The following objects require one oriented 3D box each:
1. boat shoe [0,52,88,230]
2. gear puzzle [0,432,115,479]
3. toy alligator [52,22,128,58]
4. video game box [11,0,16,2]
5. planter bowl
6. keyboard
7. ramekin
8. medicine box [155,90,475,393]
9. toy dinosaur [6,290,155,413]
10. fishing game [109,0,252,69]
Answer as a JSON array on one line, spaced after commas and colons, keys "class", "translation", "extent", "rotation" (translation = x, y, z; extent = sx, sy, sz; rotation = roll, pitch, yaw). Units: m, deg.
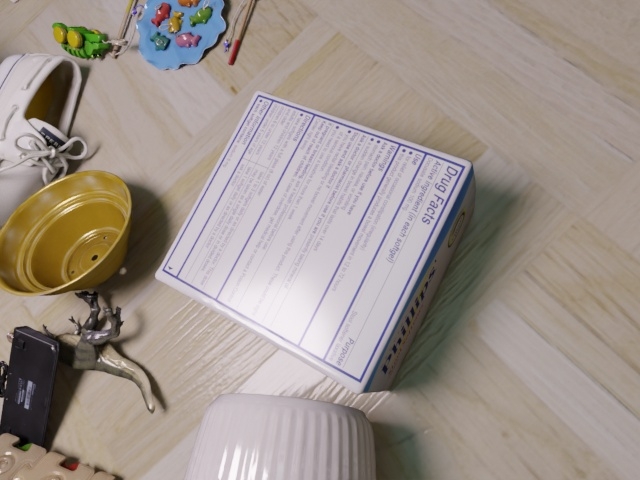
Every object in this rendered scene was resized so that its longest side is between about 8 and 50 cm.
[{"class": "boat shoe", "translation": [-0.471, -0.157, 0.811], "extent": [0.156, 0.136, 0.367], "rotation": [-1, 64, 14]}, {"class": "gear puzzle", "translation": [-0.411, 0.345, 0.622], "extent": [0.339, 0.175, 0.044], "rotation": [14, 124, 13]}, {"class": "toy alligator", "translation": [-0.419, -0.353, 0.886], "extent": [0.190, 0.056, 0.051], "rotation": [22, 122, 23]}, {"class": "video game box", "translation": [-0.593, -0.623, 1.019], "extent": [0.205, 0.048, 0.187], "rotation": [-29, 66, 8]}, {"class": "planter bowl", "translation": [-0.358, 0.006, 0.727], "extent": [0.217, 0.090, 0.217], "rotation": [-8, 54, 11]}, {"class": "keyboard", "translation": [-0.427, 0.213, 0.706], "extent": [0.108, 0.023, 0.180], "rotation": [17, 100, 14]}, {"class": "ramekin", "translation": [-0.037, 0.231, 0.520], "extent": [0.207, 0.207, 0.109], "rotation": [-1, 65, 17]}, {"class": "medicine box", "translation": [0.000, 0.000, 0.600], "extent": [0.289, 0.149, 0.263], "rotation": [25, 83, 21]}, {"class": "toy dinosaur", "translation": [-0.329, 0.144, 0.708], "extent": [0.268, 0.064, 0.118], "rotation": [15, 94, 20]}, {"class": "fishing game", "translation": [-0.245, -0.387, 0.848], "extent": [0.264, 0.041, 0.189], "rotation": [14, 82, 20]}]
